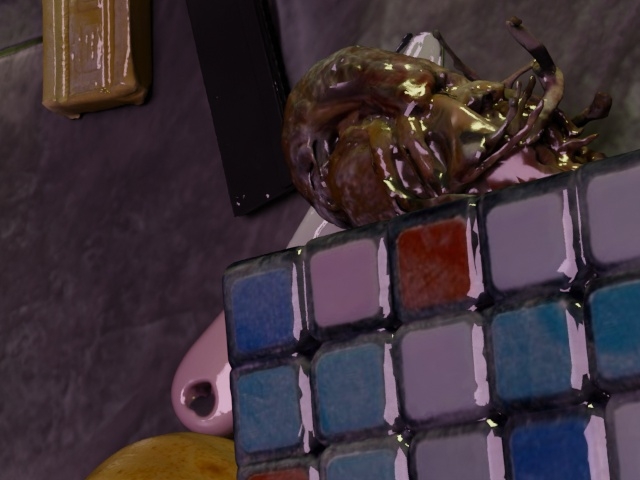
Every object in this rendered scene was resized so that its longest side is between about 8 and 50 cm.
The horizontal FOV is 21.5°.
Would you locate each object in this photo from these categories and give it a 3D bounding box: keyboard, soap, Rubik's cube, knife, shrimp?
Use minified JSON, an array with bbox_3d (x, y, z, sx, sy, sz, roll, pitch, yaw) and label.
[{"bbox_3d":[-0.060,-0.132,1.282,0.072,0.023,0.231,-28,65,33],"label":"keyboard"},{"bbox_3d":[-0.182,-0.228,1.373,0.092,0.037,0.252,-10,75,33],"label":"soap"},{"bbox_3d":[0.147,0.136,0.915,0.287,0.293,0.292,-15,71,34],"label":"Rubik's cube"},{"bbox_3d":[0.002,0.002,1.203,0.081,0.043,0.336,37,99,27],"label":"knife"},{"bbox_3d":[0.120,-0.063,1.089,0.343,0.116,0.145,8,86,32],"label":"shrimp"}]

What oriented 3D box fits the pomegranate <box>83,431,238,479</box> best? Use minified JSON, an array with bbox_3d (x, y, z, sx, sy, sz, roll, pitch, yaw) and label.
[{"bbox_3d":[-0.089,0.234,1.128,0.207,0.207,0.207,-8,76,32],"label":"pomegranate"}]
